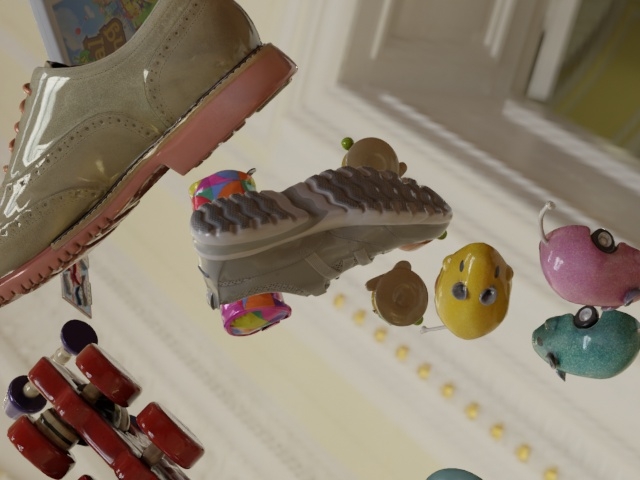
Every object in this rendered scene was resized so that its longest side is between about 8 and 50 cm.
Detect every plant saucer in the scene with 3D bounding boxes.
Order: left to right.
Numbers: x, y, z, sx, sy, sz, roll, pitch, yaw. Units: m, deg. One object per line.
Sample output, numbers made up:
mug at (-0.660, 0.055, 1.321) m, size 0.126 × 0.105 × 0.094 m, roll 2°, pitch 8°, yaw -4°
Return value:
plant saucer at (0.184, 0.362, 2.045) m, size 0.119 × 0.119 × 0.021 m, roll 22°, pitch -151°, yaw 18°

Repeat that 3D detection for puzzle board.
puzzle board at (-0.387, 0.050, 2.422) m, size 0.011 × 0.128 × 0.096 m, roll -16°, pitch 152°, yaw 14°

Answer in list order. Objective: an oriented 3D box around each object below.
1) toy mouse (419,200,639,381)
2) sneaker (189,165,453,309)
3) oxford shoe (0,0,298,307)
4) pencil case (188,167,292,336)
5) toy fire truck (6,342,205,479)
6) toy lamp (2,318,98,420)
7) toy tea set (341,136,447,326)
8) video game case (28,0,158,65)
toy mouse at (0.129, 0.036, 0.764) m, size 0.143 × 0.161 × 0.031 m, roll 13°, pitch -122°, yaw 1°
sneaker at (0.000, 0.000, 1.569) m, size 0.281 × 0.115 × 0.105 m, roll -8°, pitch -147°, yaw -18°
oxford shoe at (-0.211, -0.072, 1.296) m, size 0.146 × 0.397 × 0.140 m, roll 51°, pitch -172°, yaw -6°
pencil case at (-0.110, 0.014, 2.100) m, size 0.104 × 0.104 × 0.236 m, roll 2°, pitch -120°, yaw -30°
toy fire truck at (-0.266, 0.286, 2.079) m, size 0.302 × 0.169 × 0.254 m, roll 41°, pitch 175°, yaw 24°
toy lamp at (-0.484, 0.237, 2.705) m, size 0.080 × 0.274 × 0.080 m, roll 23°, pitch -133°, yaw -27°
toy tea set at (0.095, 0.016, 2.265) m, size 0.336 × 0.200 × 0.124 m, roll 49°, pitch 159°, yaw -11°
video game case at (-0.186, -0.186, 1.482) m, size 0.023 × 0.212 × 0.193 m, roll 2°, pitch -152°, yaw 36°
